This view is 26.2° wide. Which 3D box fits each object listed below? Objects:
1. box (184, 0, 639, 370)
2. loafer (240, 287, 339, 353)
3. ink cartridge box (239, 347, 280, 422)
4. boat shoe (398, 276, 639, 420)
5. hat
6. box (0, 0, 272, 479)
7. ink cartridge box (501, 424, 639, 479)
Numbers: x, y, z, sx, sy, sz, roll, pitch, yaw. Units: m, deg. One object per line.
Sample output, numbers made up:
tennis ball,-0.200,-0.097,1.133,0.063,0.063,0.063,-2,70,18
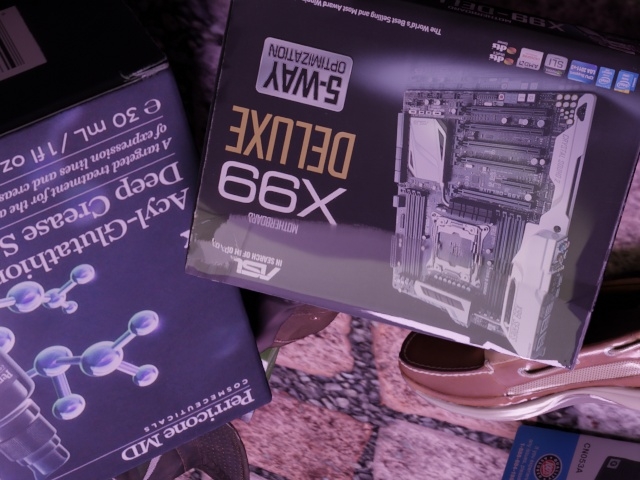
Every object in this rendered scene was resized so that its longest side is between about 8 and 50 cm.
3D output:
box,0.070,-0.059,1.020,0.307,0.076,0.242,15,110,4
loafer,0.000,0.000,1.258,0.130,0.134,0.366,-13,166,-23
ink cartridge box,-0.102,0.113,1.519,0.109,0.062,0.209,24,146,3
boat shoe,0.212,0.082,1.239,0.324,0.123,0.116,-7,128,30
hat,-0.229,0.207,1.576,0.331,0.134,0.331,40,155,23
box,-0.246,0.011,1.174,0.212,0.293,0.395,53,163,45
ink cartridge box,0.328,0.331,1.397,0.307,0.223,0.129,6,142,26
